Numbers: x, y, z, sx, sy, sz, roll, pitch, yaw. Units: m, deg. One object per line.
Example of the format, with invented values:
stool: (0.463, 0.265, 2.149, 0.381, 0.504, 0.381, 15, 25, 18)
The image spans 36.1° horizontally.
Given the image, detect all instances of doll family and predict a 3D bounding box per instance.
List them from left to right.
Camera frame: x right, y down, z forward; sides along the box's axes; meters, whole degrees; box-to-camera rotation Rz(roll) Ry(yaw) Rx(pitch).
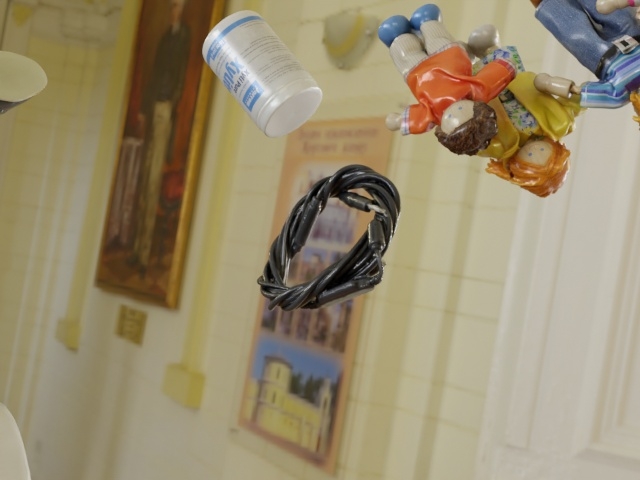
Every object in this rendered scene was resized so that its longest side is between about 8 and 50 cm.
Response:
doll family: (0.177, -0.119, 0.676, 0.263, 0.163, 0.118, -30, -43, 10)

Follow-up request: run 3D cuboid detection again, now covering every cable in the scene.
cable: (0.000, 0.000, 1.000, 0.184, 0.150, 0.047, -24, -38, 39)

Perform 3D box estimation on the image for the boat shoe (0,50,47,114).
boat shoe: (-0.276, -0.117, 0.781, 0.042, 0.049, 0.133, -39, -2, 39)

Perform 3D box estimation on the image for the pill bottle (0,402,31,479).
pill bottle: (-0.272, 0.120, 0.360, 0.302, 0.169, 0.169, 6, 2, -36)

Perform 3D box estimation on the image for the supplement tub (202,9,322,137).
supplement tub: (-0.056, -0.158, 0.927, 0.107, 0.071, 0.071, 52, 15, 18)
